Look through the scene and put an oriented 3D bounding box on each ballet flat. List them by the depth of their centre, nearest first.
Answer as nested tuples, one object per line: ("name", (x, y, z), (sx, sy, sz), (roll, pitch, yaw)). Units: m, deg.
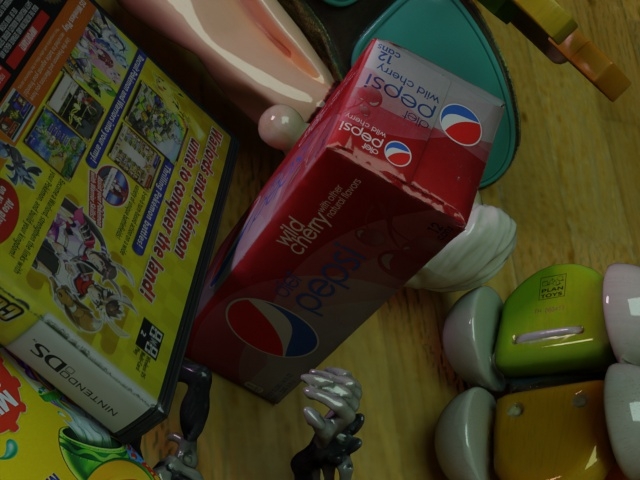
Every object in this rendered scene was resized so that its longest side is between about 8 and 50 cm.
("ballet flat", (0.031, -0.183, 0.898), (0.348, 0.123, 0.123), (47, 49, -25))

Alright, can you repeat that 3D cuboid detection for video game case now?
("video game case", (-0.155, -0.062, 0.630), (0.248, 0.035, 0.275), (43, 26, -21))

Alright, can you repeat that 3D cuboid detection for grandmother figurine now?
("grandmother figurine", (-0.005, -0.088, 0.814), (0.342, 0.104, 0.208), (40, 23, -7))

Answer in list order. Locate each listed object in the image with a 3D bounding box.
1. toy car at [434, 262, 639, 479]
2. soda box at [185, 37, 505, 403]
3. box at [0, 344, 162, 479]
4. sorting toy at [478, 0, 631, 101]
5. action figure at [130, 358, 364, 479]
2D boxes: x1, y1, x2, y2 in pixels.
("toy car", (0.173, 0.109, 0.820), (0.136, 0.159, 0.182), (45, 42, -43))
("soda box", (0.000, 0.000, 0.701), (0.083, 0.263, 0.092), (29, 54, -8))
("box", (-0.253, 0.126, 0.489), (0.279, 0.177, 0.290), (47, 24, 3))
("sorting toy", (0.101, -0.214, 0.891), (0.229, 0.041, 0.307), (35, 16, -39))
("action figure", (-0.057, 0.141, 0.673), (0.276, 0.141, 0.164), (44, 49, 5))
